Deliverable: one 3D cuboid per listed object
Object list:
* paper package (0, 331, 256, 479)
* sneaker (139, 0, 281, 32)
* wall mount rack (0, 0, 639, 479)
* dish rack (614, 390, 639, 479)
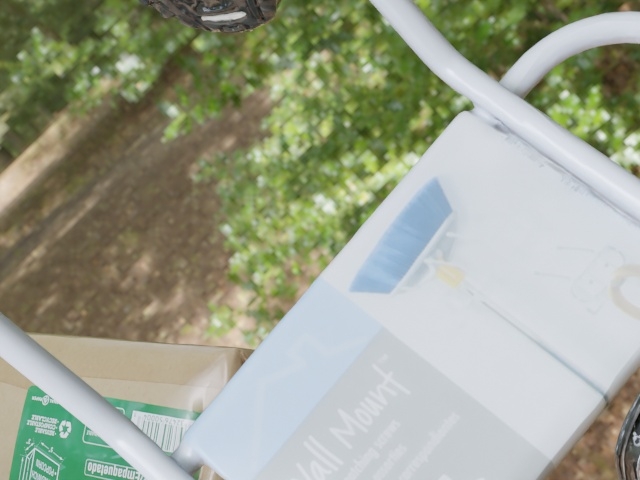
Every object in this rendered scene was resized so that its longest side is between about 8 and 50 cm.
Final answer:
[{"bbox_3d":[-0.103,0.165,0.951,0.324,0.309,0.168,1,82,36],"label":"paper package"},{"bbox_3d":[-0.073,-0.223,0.586,0.100,0.272,0.108,-3,33,31],"label":"sneaker"},{"bbox_3d":[0.000,0.000,0.454,0.350,0.304,0.130,-49,-19,-10],"label":"wall mount rack"},{"bbox_3d":[0.288,0.075,0.807,0.074,0.208,0.272,25,69,29],"label":"dish rack"}]
